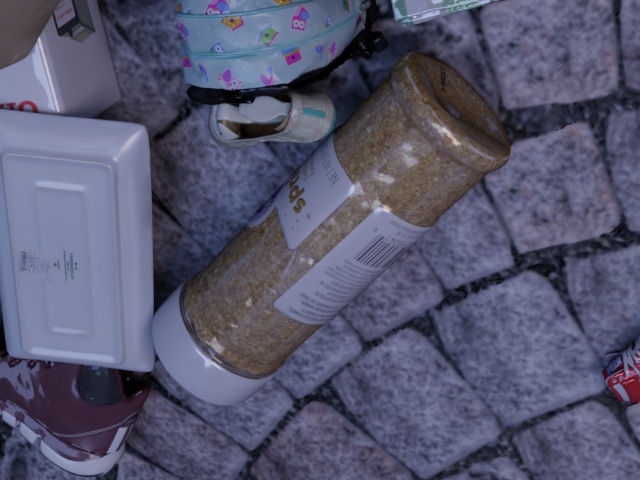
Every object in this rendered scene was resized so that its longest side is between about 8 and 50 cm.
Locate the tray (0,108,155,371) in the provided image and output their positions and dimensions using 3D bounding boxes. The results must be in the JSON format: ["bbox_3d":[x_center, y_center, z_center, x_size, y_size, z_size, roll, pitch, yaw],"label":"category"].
[{"bbox_3d":[-0.223,0.014,0.957,0.145,0.030,0.270,6,124,3],"label":"tray"}]

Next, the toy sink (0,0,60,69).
[{"bbox_3d":[-0.319,-0.230,0.789,0.234,0.153,0.131,39,117,-3],"label":"toy sink"}]

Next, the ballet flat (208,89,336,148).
[{"bbox_3d":[-0.056,-0.108,0.902,0.168,0.052,0.057,1,85,49],"label":"ballet flat"}]

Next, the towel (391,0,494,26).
[{"bbox_3d":[0.117,-0.237,0.840,0.152,0.023,0.113,-10,109,22],"label":"towel"}]

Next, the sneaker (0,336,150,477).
[{"bbox_3d":[-0.295,0.105,1.098,0.281,0.106,0.162,32,112,-6],"label":"sneaker"}]

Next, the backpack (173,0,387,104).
[{"bbox_3d":[-0.045,-0.171,0.834,0.152,0.182,0.115,-5,110,22],"label":"backpack"}]

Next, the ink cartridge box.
[{"bbox_3d":[-0.313,-0.225,0.940,0.198,0.115,0.272,-3,111,19],"label":"ink cartridge box"}]

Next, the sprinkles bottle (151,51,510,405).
[{"bbox_3d":[0.000,0.000,0.927,0.121,0.121,0.355,44,118,-3],"label":"sprinkles bottle"}]

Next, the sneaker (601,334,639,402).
[{"bbox_3d":[0.274,0.091,0.916,0.067,0.042,0.118,1,115,15],"label":"sneaker"}]
